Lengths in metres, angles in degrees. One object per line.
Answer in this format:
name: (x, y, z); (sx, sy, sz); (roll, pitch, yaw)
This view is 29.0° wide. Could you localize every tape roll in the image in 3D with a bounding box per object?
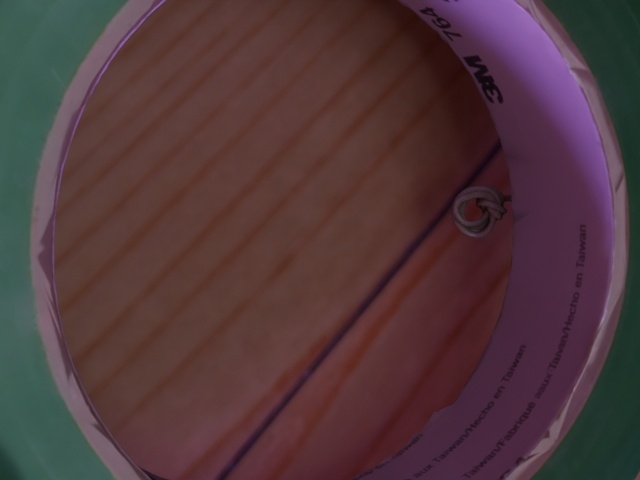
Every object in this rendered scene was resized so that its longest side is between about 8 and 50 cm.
tape roll: (0.000, 0.000, 0.478); (0.321, 0.077, 0.321); (-2, 95, -25)

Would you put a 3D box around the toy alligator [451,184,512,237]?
toy alligator: (0.137, -0.020, 0.611); (0.189, 0.051, 0.056); (-6, 86, -23)
